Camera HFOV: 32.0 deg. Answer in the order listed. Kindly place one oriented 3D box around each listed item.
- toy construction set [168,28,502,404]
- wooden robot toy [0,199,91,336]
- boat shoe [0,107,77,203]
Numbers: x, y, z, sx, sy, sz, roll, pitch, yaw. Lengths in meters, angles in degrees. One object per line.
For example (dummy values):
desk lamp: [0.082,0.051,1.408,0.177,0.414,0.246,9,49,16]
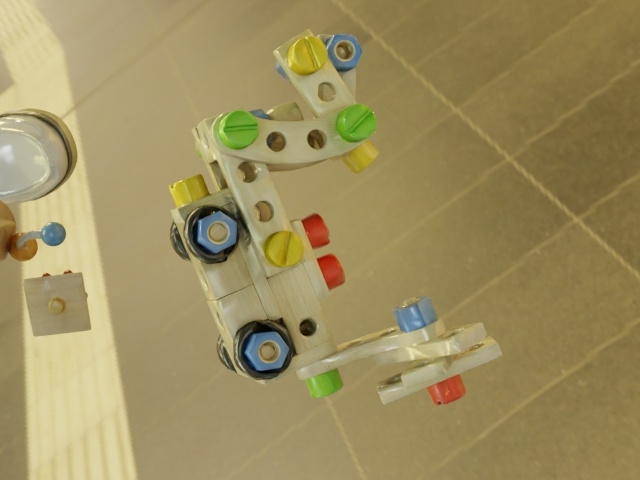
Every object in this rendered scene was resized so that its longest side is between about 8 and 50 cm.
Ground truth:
toy construction set: [0.000,0.000,0.914,0.215,0.328,0.151,-24,-10,-17]
wooden robot toy: [-0.191,0.004,0.573,0.079,0.173,0.076,-81,9,-80]
boat shoe: [-0.414,-0.080,1.308,0.302,0.113,0.103,-8,18,36]
